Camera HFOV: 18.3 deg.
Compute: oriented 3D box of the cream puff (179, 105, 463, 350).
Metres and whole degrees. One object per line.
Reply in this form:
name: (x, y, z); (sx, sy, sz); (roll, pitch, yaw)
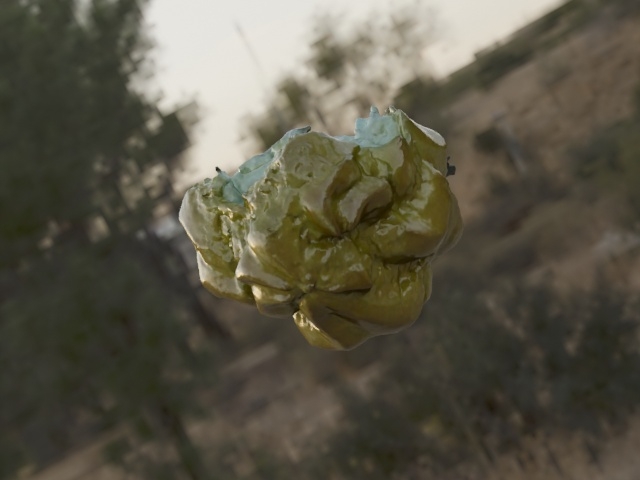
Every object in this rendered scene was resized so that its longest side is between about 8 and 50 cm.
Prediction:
cream puff: (-0.001, 0.000, 1.069); (0.156, 0.121, 0.156); (-18, 5, 2)
